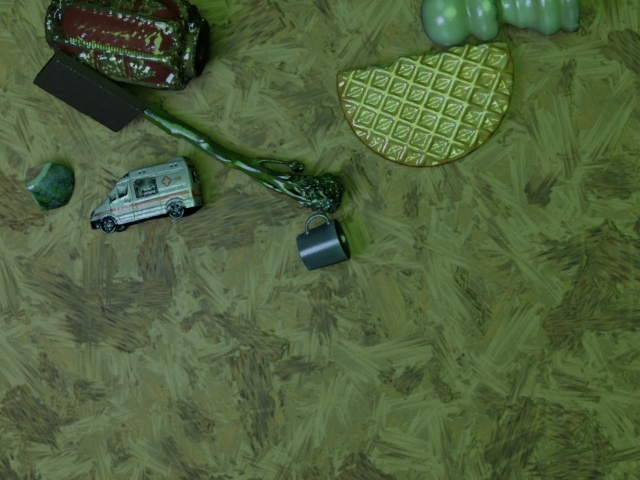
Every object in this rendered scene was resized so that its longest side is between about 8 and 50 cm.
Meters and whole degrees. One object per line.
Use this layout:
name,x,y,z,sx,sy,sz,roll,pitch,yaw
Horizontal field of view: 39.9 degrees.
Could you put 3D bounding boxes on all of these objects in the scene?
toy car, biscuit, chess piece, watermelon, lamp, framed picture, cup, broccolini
toy car,-0.318,-0.079,1.584,0.210,0.089,0.108,-13,94,5
biscuit,0.190,-0.231,1.543,0.309,0.040,0.204,-9,95,7
chess piece,0.292,-0.394,1.472,0.251,0.144,0.144,-9,95,11
watermelon,-0.497,-0.107,1.615,0.072,0.084,0.092,38,60,21
lamp,-0.331,-0.352,1.522,0.274,0.177,0.177,12,97,3
framed picture,-0.402,-0.256,1.529,0.168,0.128,0.023,31,64,-24
cup,0.000,0.000,1.565,0.077,0.078,0.100,-20,108,11
broccolini,-0.133,-0.161,1.577,0.392,0.074,0.079,30,139,3
